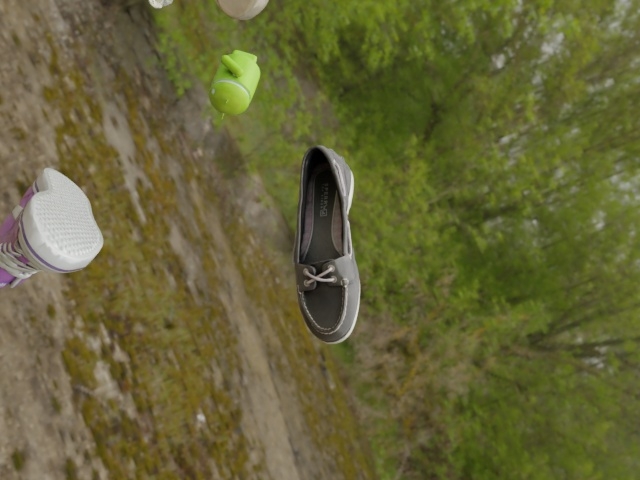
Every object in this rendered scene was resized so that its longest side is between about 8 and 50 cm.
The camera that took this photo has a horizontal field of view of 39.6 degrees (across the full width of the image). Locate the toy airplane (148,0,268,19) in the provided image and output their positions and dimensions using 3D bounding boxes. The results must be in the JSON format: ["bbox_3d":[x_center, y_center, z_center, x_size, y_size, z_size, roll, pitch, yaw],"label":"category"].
[{"bbox_3d":[-0.198,-0.441,0.922,0.272,0.384,0.386,31,72,-82],"label":"toy airplane"}]

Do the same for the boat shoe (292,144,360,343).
[{"bbox_3d":[0.000,0.000,1.463,0.095,0.112,0.335,44,42,-58],"label":"boat shoe"}]

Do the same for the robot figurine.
[{"bbox_3d":[-0.135,-0.245,1.391,0.101,0.067,0.115,112,-5,-58],"label":"robot figurine"}]

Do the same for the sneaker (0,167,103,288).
[{"bbox_3d":[-0.358,0.018,1.103,0.102,0.161,0.282,42,2,-20],"label":"sneaker"}]
